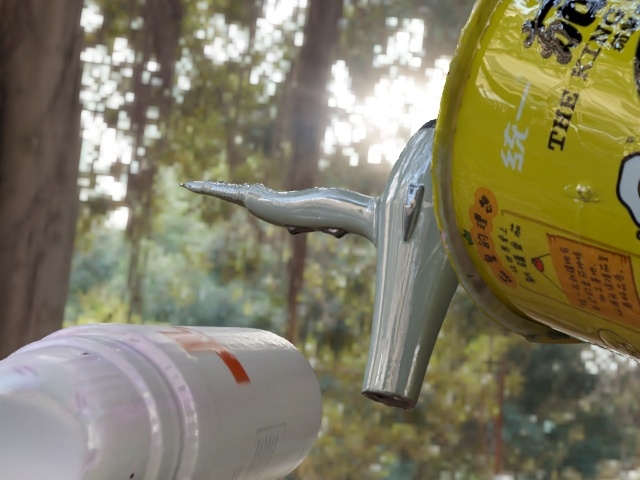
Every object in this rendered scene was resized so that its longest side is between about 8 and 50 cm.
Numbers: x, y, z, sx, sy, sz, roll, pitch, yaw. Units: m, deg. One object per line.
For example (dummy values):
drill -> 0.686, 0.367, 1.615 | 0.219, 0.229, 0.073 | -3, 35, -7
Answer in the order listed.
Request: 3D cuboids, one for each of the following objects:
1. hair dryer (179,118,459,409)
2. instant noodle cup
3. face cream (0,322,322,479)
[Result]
hair dryer -> 0.013, 0.031, 1.231 | 0.267, 0.229, 0.092 | -12, -26, 22
instant noodle cup -> 0.266, -0.043, 0.919 | 0.325, 0.326, 0.254 | 17, 9, -39
face cream -> -0.082, 0.090, 0.758 | 0.101, 0.102, 0.345 | 3, -4, 12
